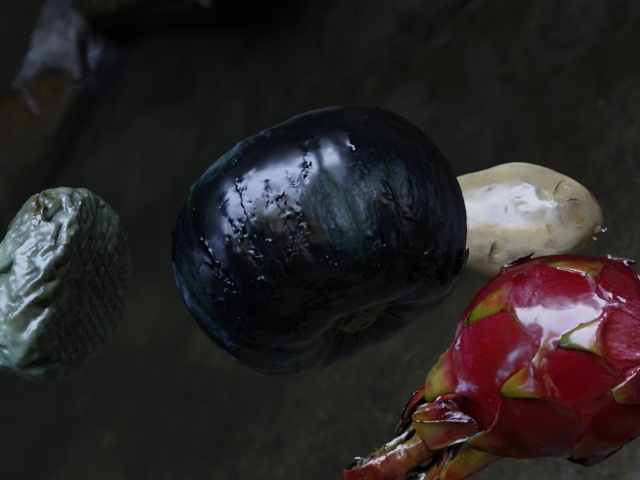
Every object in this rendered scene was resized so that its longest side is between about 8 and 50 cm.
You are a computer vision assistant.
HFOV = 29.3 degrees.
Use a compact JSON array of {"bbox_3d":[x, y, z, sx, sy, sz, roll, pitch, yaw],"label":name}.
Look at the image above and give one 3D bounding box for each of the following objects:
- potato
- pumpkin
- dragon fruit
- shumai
[{"bbox_3d":[0.248,-0.019,1.605,0.234,0.128,0.161,-13,61,7],"label":"potato"},{"bbox_3d":[0.000,0.000,0.920,0.233,0.233,0.163,-38,65,22],"label":"pumpkin"},{"bbox_3d":[0.080,0.061,0.545,0.190,0.094,0.094,-29,40,39],"label":"dragon fruit"},{"bbox_3d":[-0.264,0.038,1.115,0.142,0.184,0.184,5,59,17],"label":"shumai"}]
